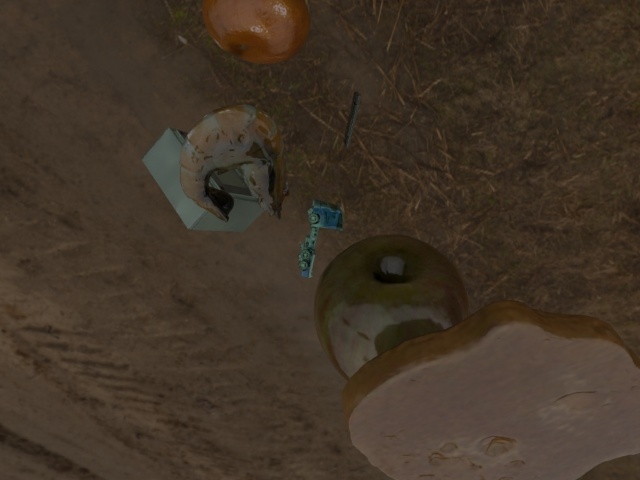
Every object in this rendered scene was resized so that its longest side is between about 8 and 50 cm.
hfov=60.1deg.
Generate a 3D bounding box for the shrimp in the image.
[{"bbox_3d":[-0.111,-0.078,0.753,0.145,0.059,0.254,-24,150,-13],"label":"shrimp"}]

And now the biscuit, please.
[{"bbox_3d":[0.231,0.223,0.723,0.365,0.062,0.385,-38,121,26],"label":"biscuit"}]

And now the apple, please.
[{"bbox_3d":[0.117,0.128,0.925,0.257,0.256,0.233,-2,129,10],"label":"apple"}]

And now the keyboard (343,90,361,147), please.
[{"bbox_3d":[0.075,-0.290,1.329,0.015,0.049,0.129,10,116,-6],"label":"keyboard"}]

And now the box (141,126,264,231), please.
[{"bbox_3d":[-0.273,-0.146,1.359,0.117,0.225,0.225,-43,162,19],"label":"box"}]

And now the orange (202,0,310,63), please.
[{"bbox_3d":[-0.139,-0.498,1.220,0.240,0.171,0.240,6,167,1],"label":"orange"}]

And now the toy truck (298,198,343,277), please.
[{"bbox_3d":[0.000,0.000,1.226,0.081,0.067,0.175,11,107,-5],"label":"toy truck"}]
